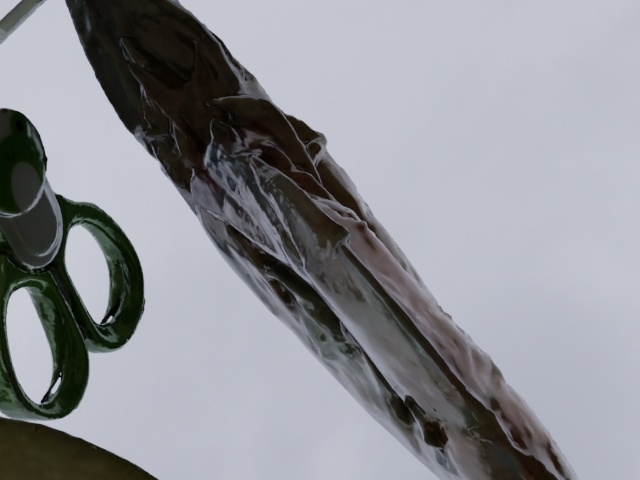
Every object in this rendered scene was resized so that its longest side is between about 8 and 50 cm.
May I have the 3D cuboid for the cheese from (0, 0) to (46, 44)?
[{"bbox_3d":[-0.251,-0.095,0.971,0.050,0.255,0.127,48,-147,-11],"label":"cheese"}]

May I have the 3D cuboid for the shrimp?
[{"bbox_3d":[0.000,0.000,0.574,0.062,0.164,0.317,-39,-95,-6],"label":"shrimp"}]

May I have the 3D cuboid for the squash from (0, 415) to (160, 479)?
[{"bbox_3d":[-0.078,0.158,0.349,0.252,0.049,0.252,20,-127,-28],"label":"squash"}]

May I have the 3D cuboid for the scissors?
[{"bbox_3d":[-0.129,-0.028,0.595,0.027,0.204,0.101,-5,-149,27],"label":"scissors"}]
